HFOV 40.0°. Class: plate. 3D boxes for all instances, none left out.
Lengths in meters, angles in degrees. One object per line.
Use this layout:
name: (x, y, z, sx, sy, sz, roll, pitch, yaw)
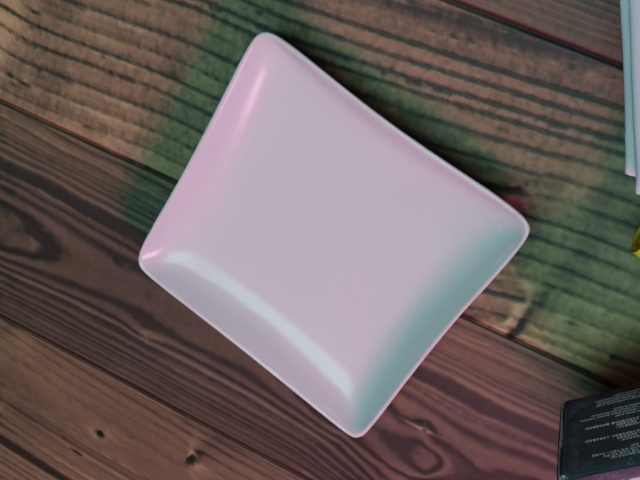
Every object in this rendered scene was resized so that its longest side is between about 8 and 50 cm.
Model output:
plate: (0.000, 0.000, 0.784, 0.278, 0.045, 0.277, 37, 120, 6)

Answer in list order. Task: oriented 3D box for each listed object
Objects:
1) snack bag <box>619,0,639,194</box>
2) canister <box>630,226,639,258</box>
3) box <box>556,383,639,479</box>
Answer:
snack bag: (0.354, -0.197, 0.521, 0.342, 0.037, 0.323, -3, 95, 17)
canister: (0.333, 0.012, 0.632, 0.170, 0.073, 0.126, 38, 121, 4)
box: (0.416, 0.205, 0.621, 0.394, 0.097, 0.318, -21, 114, 28)
